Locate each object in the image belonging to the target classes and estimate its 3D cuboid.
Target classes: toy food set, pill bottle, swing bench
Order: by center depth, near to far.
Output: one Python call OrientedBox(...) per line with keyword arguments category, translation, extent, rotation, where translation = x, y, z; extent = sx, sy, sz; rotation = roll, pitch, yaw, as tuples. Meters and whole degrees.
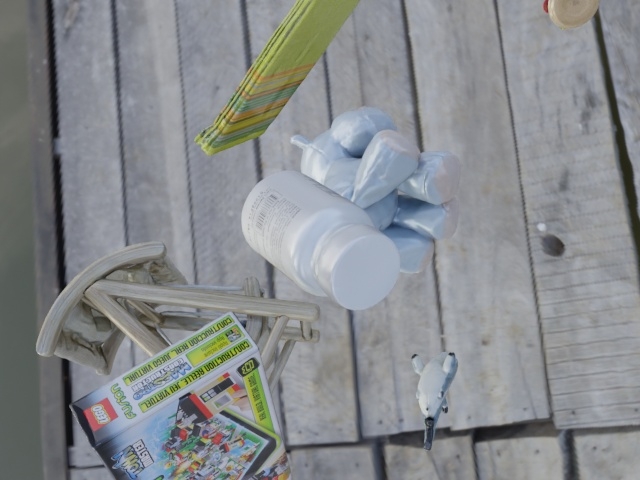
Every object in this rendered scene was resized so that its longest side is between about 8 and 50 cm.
OrientedBox(category="swing bench", translation=(-0.145, 0.114, 0.978), extent=(0.254, 0.253, 0.165), rotation=(24, 78, 5))
OrientedBox(category="pill bottle", translation=(0.000, 0.000, 1.141), extent=(0.229, 0.131, 0.131), rotation=(35, 100, 52))
OrientedBox(category="toy food set", translation=(0.364, -0.346, 1.245), extent=(0.082, 0.083, 0.020), rotation=(-35, 32, 8))

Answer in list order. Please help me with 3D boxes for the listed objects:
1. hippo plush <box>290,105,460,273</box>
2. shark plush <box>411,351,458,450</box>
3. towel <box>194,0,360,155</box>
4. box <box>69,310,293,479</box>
OrientedBox(category="hippo plush", translation=(0.072, -0.078, 1.385), extent=(0.294, 0.234, 0.236), rotation=(-42, 35, 12))
OrientedBox(category="shark plush", translation=(0.183, 0.237, 1.304), extent=(0.073, 0.067, 0.161), rotation=(-18, 46, 25))
OrientedBox(category="towel", translation=(-0.012, -0.165, 0.684), extent=(0.021, 0.102, 0.237), rotation=(44, 120, 6))
OrientedBox(category="box", translation=(-0.084, 0.143, 0.592), extent=(0.114, 0.207, 0.036), rotation=(-30, 55, -17))
